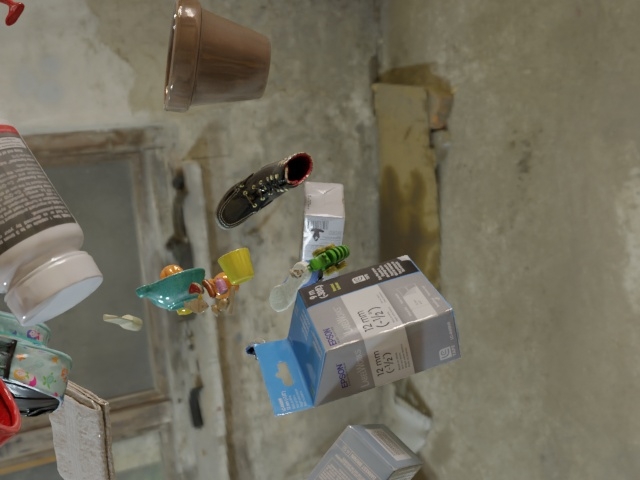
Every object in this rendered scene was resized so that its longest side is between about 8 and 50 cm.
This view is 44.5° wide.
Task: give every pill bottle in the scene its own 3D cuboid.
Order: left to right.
[{"bbox_3d":[-0.459,-0.025,1.164,0.283,0.161,0.161,56,149,6],"label":"pill bottle"}]

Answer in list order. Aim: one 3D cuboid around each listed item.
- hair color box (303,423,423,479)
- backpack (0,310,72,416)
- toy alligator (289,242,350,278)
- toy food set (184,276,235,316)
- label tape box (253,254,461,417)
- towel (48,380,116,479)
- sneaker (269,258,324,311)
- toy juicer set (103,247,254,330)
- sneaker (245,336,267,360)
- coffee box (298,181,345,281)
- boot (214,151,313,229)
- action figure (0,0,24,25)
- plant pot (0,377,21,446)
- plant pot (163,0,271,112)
[{"bbox_3d":[0.004,0.500,1.373,0.113,0.185,0.374,41,96,25],"label":"hair color box"},{"bbox_3d":[-0.630,0.255,1.567,0.225,0.253,0.191,-43,30,53],"label":"backpack"},{"bbox_3d":[0.011,0.039,1.580,0.051,0.189,0.056,-39,78,34],"label":"toy alligator"},{"bbox_3d":[-0.214,0.109,1.538,0.122,0.019,0.078,8,91,31],"label":"toy food set"},{"bbox_3d":[0.050,0.166,1.442,0.249,0.347,0.115,-120,17,-64],"label":"label tape box"},{"bbox_3d":[-0.549,0.466,1.806,0.187,0.049,0.282,15,115,35],"label":"towel"},{"bbox_3d":[-0.044,0.093,1.674,0.058,0.084,0.152,50,127,20],"label":"sneaker"},{"bbox_3d":[-0.310,0.106,1.651,0.090,0.328,0.209,66,158,11],"label":"toy juicer set"},{"bbox_3d":[-0.142,0.293,2.019,0.135,0.058,0.052,7,116,45],"label":"sneaker"},{"bbox_3d":[0.000,0.000,1.888,0.141,0.098,0.247,-90,4,-51],"label":"coffee box"},{"bbox_3d":[-0.132,-0.121,1.816,0.085,0.236,0.178,53,156,-12],"label":"boot"},{"bbox_3d":[-0.676,-0.444,1.394,0.280,0.139,0.091,33,167,24],"label":"action figure"},{"bbox_3d":[-0.513,0.227,1.002,0.191,0.174,0.191,48,169,12],"label":"plant pot"},{"bbox_3d":[-0.242,-0.418,1.837,0.263,0.229,0.263,-173,90,-75],"label":"plant pot"}]
